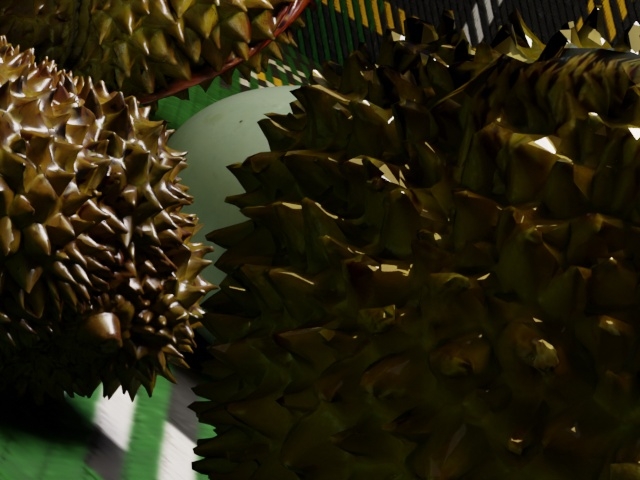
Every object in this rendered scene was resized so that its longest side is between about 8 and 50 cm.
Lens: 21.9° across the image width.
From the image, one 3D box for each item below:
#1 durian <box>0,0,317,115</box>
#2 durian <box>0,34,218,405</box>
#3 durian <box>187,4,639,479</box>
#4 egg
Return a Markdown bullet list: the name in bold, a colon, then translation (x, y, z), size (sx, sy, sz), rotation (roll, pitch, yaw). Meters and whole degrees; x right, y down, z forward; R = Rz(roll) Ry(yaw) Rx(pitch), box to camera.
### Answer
- **durian**: translation (-0.156, -0.260, 1.356), size (0.347, 0.347, 0.384), rotation (23, 21, -26)
- **durian**: translation (-0.122, -0.013, 0.610), size (0.168, 0.137, 0.158), rotation (41, -7, 25)
- **durian**: translation (0.076, 0.057, 0.499), size (0.258, 0.258, 0.293), rotation (23, -6, -26)
- **egg**: translation (0.000, 0.000, 0.821), size (0.192, 0.149, 0.149), rotation (31, 9, 22)
